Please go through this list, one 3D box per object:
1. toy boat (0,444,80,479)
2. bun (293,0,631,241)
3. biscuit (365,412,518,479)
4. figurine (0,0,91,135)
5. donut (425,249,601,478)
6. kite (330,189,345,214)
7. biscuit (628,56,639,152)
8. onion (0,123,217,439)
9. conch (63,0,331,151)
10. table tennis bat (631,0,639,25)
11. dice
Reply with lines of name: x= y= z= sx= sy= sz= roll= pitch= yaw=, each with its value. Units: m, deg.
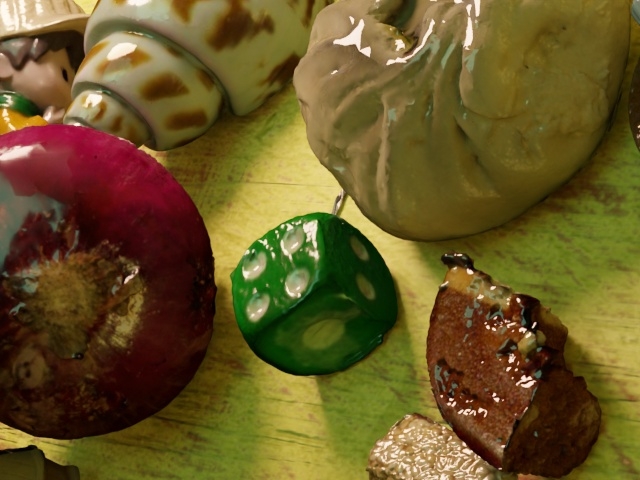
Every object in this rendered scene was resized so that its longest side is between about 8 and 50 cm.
toy boat: x=-0.392 y=0.319 z=2.051 sx=0.321 sy=0.089 sz=0.121 roll=-17 pitch=53 yaw=41
bun: x=0.126 y=-0.178 z=1.779 sx=0.359 sy=0.211 sz=0.360 roll=-22 pitch=52 yaw=31
biscuit: x=0.116 y=0.220 z=1.656 sx=0.082 sy=0.070 sz=0.168 roll=-37 pitch=35 yaw=-23
figurine: x=-0.395 y=-0.170 z=2.279 sx=0.204 sy=0.185 sz=0.332 roll=24 pitch=77 yaw=12
donut: x=0.171 y=0.117 z=1.630 sx=0.186 sy=0.126 sz=0.144 roll=37 pitch=101 yaw=51
kite: x=0.000 y=0.000 z=1.941 sx=0.139 sy=0.011 sz=0.157 roll=14 pitch=77 yaw=44
biscuit: x=0.373 y=-0.143 z=1.650 sx=0.181 sy=0.049 sz=0.208 roll=9 pitch=75 yaw=44
onion: x=-0.282 y=0.041 z=1.994 sx=0.348 sy=0.348 sz=0.385 roll=-56 pitch=7 yaw=2
conch: x=-0.159 y=-0.223 z=2.087 sx=0.249 sy=0.197 sz=0.368 roll=26 pitch=88 yaw=31
table tennis bat: x=0.344 y=-0.141 z=1.618 sx=0.149 sy=0.038 sz=0.237 roll=-40 pitch=52 yaw=20
dice: x=-0.007 y=0.055 z=1.824 sx=0.128 sy=0.131 sz=0.120 roll=-33 pitch=48 yaw=26
